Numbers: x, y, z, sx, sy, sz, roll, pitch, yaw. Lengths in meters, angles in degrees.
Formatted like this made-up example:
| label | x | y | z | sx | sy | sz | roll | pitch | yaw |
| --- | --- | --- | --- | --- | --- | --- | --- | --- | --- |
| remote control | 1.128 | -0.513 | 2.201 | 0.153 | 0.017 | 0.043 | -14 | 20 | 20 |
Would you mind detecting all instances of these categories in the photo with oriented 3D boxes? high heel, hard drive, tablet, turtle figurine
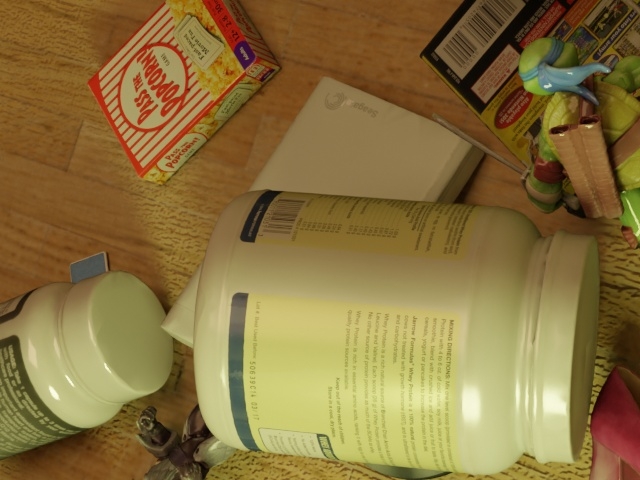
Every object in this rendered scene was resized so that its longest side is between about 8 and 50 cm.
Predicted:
| label | x | y | z | sx | sy | sz | roll | pitch | yaw |
| --- | --- | --- | --- | --- | --- | --- | --- | --- | --- |
| high heel | 0.334 | 0.188 | 1.725 | 0.244 | 0.082 | 0.117 | 15 | 99 | 50 |
| hard drive | 0.000 | 0.000 | 1.975 | 0.203 | 0.040 | 0.307 | 26 | 79 | 36 |
| tablet | -0.254 | 0.058 | 2.220 | 0.054 | 0.006 | 0.083 | -19 | 70 | 31 |
| turtle figurine | 0.279 | -0.091 | 1.777 | 0.198 | 0.274 | 0.266 | -43 | 97 | -9 |

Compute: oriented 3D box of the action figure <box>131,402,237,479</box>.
| label | x | y | z | sx | sy | sz | roll | pitch | yaw |
| --- | --- | --- | --- | --- | --- | --- | --- | --- | --- |
| action figure | -0.122 | 0.206 | 2.028 | 0.285 | 0.099 | 0.185 | -54 | 37 | 4 |

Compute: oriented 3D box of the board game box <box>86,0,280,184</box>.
| label | x | y | z | sx | sy | sz | roll | pitch | yaw |
| --- | --- | --- | --- | --- | --- | --- | --- | --- | --- |
| board game box | -0.151 | -0.179 | 2.174 | 0.193 | 0.045 | 0.147 | -44 | 58 | 20 |

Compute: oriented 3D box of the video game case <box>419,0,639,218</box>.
| label | x | y | z | sx | sy | sz | roll | pitch | yaw |
| --- | --- | --- | --- | --- | --- | --- | --- | --- | --- |
| video game case | 0.256 | -0.202 | 1.895 | 0.275 | 0.035 | 0.248 | -50 | 56 | 15 |

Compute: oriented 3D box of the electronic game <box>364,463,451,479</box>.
| label | x | y | z | sx | sy | sz | roll | pitch | yaw |
| --- | --- | --- | --- | --- | --- | --- | --- | --- | --- |
| electronic game | 0.099 | 0.117 | 1.927 | 0.229 | 0.048 | 0.229 | -13 | 68 | 33 |

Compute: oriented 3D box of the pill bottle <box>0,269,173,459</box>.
| label | x | y | z | sx | sy | sz | roll | pitch | yaw |
| --- | --- | --- | --- | --- | --- | --- | --- | --- | --- |
| pill bottle | -0.306 | 0.139 | 2.143 | 0.283 | 0.161 | 0.161 | -21 | 68 | 30 |

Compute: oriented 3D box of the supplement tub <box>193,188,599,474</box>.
| label | x | y | z | sx | sy | sz | roll | pitch | yaw |
| --- | --- | --- | --- | --- | --- | --- | --- | --- | --- |
| supplement tub | 0.072 | 0.081 | 1.757 | 0.324 | 0.235 | 0.235 | 5 | 82 | 14 |
